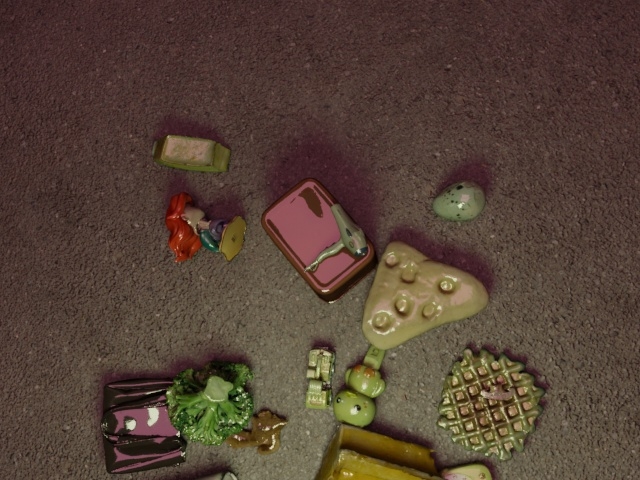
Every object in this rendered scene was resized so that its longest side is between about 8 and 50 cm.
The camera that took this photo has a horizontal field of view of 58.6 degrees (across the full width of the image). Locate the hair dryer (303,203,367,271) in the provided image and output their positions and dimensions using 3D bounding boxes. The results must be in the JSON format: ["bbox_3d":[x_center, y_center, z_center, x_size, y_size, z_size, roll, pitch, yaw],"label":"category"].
[{"bbox_3d":[0.026,-0.011,1.626,0.199,0.067,0.167,-20,70,16],"label":"hair dryer"}]

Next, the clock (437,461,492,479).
[{"bbox_3d":[0.393,0.748,1.676,0.232,0.069,0.169,-7,81,7],"label":"clock"}]

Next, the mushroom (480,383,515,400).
[{"bbox_3d":[0.521,0.447,1.673,0.101,0.019,0.049,-8,78,5],"label":"mushroom"}]

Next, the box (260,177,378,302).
[{"bbox_3d":[0.000,0.000,1.758,0.239,0.229,0.339,-40,80,-2],"label":"box"}]

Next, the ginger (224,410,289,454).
[{"bbox_3d":[-0.207,0.594,1.782,0.214,0.059,0.132,9,89,11],"label":"ginger"}]

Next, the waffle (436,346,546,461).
[{"bbox_3d":[0.507,0.488,1.706,0.292,0.056,0.309,23,82,10],"label":"waffle"}]

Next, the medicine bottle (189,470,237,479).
[{"bbox_3d":[-0.432,0.838,1.692,0.379,0.213,0.213,-16,80,4],"label":"medicine bottle"}]

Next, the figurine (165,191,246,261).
[{"bbox_3d":[-0.396,-0.031,1.845,0.257,0.181,0.208,17,113,16],"label":"figurine"}]

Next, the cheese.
[{"bbox_3d":[0.298,0.209,1.734,0.351,0.129,0.328,27,80,11],"label":"cheese"}]

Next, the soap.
[{"bbox_3d":[0.163,0.727,1.674,0.339,0.169,0.304,19,118,-6],"label":"soap"}]

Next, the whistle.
[{"bbox_3d":[0.122,0.437,1.724,0.141,0.141,0.293,15,83,9],"label":"whistle"}]

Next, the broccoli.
[{"bbox_3d":[-0.333,0.481,1.733,0.269,0.241,0.261,23,62,-10],"label":"broccoli"}]

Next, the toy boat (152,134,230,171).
[{"bbox_3d":[-0.450,-0.297,1.934,0.277,0.084,0.111,10,85,7],"label":"toy boat"}]

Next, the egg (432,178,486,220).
[{"bbox_3d":[0.431,-0.124,1.773,0.164,0.131,0.131,-12,80,13],"label":"egg"}]

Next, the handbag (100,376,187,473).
[{"bbox_3d":[-0.554,0.580,1.804,0.257,0.113,0.285,-6,80,-1],"label":"handbag"}]

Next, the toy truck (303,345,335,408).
[{"bbox_3d":[-0.004,0.422,1.751,0.085,0.116,0.191,4,81,9],"label":"toy truck"}]
